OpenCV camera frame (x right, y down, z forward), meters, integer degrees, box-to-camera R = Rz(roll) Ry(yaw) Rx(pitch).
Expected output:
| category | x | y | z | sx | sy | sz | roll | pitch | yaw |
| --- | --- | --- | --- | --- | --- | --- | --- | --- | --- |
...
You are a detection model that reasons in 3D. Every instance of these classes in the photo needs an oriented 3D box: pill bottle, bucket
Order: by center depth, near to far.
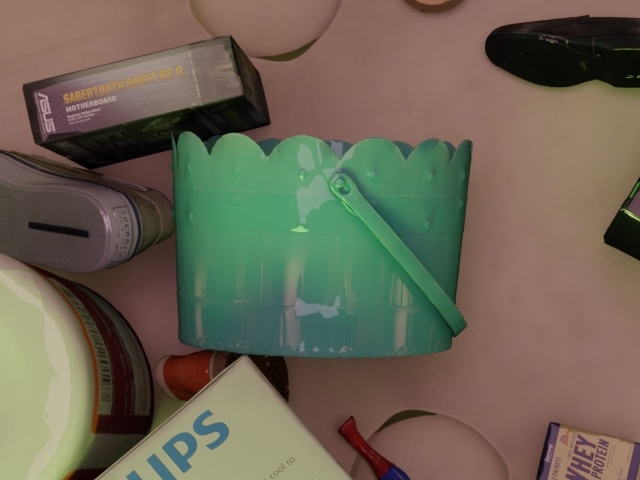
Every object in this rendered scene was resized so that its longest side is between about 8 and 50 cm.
| category | x | y | z | sx | sy | sz | roll | pitch | yaw |
| --- | --- | --- | --- | --- | --- | --- | --- | --- | --- |
| pill bottle | -0.263 | 0.129 | 1.589 | 0.224 | 0.392 | 0.224 | -1 | 83 | 5 |
| bucket | 0.000 | 0.000 | 1.646 | 0.281 | 0.281 | 0.183 | 2 | 93 | 5 |

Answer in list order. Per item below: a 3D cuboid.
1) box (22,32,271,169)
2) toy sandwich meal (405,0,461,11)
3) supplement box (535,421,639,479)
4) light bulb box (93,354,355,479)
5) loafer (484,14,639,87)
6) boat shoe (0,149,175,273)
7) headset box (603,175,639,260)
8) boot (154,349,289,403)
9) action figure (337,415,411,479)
| category | x | y | z | sx | sy | sz | roll | pitch | yaw |
| --- | --- | --- | --- | --- | --- | --- | --- | --- | --- |
| box | -0.147 | -0.119 | 1.686 | 0.183 | 0.231 | 0.056 | -14 | 86 | 4 |
| toy sandwich meal | 0.105 | -0.254 | 1.781 | 0.085 | 0.029 | 0.085 | 0 | 89 | 4 |
| supplement box | 0.238 | 0.198 | 1.693 | 0.083 | 0.083 | 0.056 | 13 | 84 | 7 |
| light bulb box | -0.018 | 0.339 | 1.523 | 0.225 | 0.358 | 0.361 | -39 | 71 | -13 |
| loafer | 0.238 | -0.179 | 1.754 | 0.170 | 0.062 | 0.061 | 8 | 46 | 12 |
| boat shoe | -0.259 | -0.025 | 1.724 | 0.302 | 0.094 | 0.109 | 15 | 104 | 38 |
| headset box | 0.363 | -0.083 | 1.631 | 0.131 | 0.246 | 0.283 | 30 | 88 | 7 |
| boot | -0.084 | 0.124 | 1.704 | 0.084 | 0.158 | 0.059 | -7 | 74 | 24 |
| action figure | 0.101 | 0.279 | 1.675 | 0.280 | 0.139 | 0.091 | 42 | 89 | 5 |
